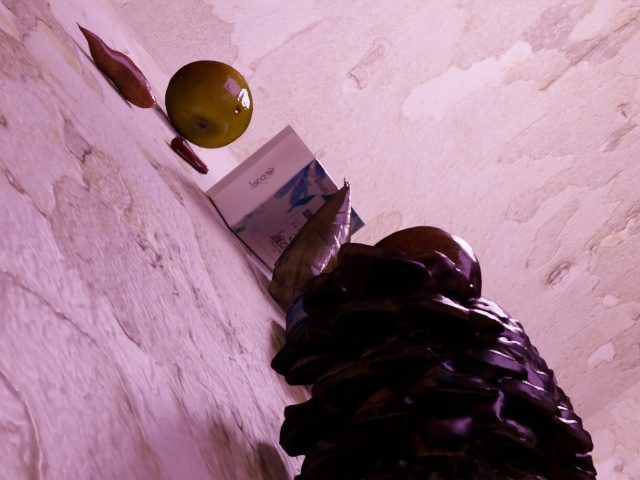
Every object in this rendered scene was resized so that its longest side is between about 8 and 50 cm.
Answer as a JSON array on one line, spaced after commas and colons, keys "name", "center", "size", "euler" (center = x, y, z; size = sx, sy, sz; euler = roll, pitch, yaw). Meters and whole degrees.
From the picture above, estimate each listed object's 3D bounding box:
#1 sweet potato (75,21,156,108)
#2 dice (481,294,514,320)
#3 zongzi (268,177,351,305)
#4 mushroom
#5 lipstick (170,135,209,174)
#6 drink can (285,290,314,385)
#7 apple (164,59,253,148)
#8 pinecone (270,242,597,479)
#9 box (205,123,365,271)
[{"name": "sweet potato", "center": [-0.344, -0.293, 1.604], "size": [0.195, 0.056, 0.056], "euler": [46, 6, -34]}, {"name": "dice", "center": [0.333, 0.305, 2.342], "size": [0.270, 0.270, 0.271], "euler": [-7, -60, 53]}, {"name": "zongzi", "center": [0.000, 0.000, 1.678], "size": [0.115, 0.256, 0.228], "euler": [19, -1, 12]}, {"name": "mushroom", "center": [0.160, 0.150, 1.682], "size": [0.260, 0.345, 0.345], "euler": [36, 8, -20]}, {"name": "lipstick", "center": [-0.248, -0.159, 1.837], "size": [0.027, 0.027, 0.176], "euler": [53, 0, 17]}, {"name": "drink can", "center": [-0.003, 0.133, 1.344], "size": [0.097, 0.097, 0.235], "euler": [53, 3, -6]}, {"name": "apple", "center": [-0.242, -0.293, 2.074], "size": [0.196, 0.196, 0.157], "euler": [52, 31, -32]}, {"name": "pinecone", "center": [0.089, 0.165, 0.815], "size": [0.298, 0.242, 0.296], "euler": [53, 10, -39]}, {"name": "box", "center": [-0.060, -0.061, 1.829], "size": [0.116, 0.203, 0.274], "euler": [53, 1, 35]}]
